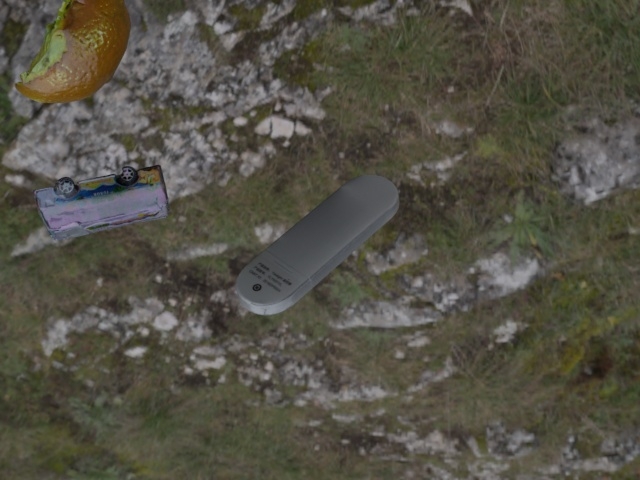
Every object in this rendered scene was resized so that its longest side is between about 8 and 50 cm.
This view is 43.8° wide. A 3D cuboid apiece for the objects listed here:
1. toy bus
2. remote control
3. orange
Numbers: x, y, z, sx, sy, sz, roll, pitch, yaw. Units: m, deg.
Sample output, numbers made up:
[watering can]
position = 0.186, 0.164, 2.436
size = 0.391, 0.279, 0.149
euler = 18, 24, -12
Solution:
[toy bus]
position = -0.538, -0.093, 1.974
size = 0.317, 0.138, 0.112
euler = -14, 160, -10
[remote control]
position = 0.000, 0.000, 0.934
size = 0.077, 0.245, 0.022
euler = 31, 149, 33
[orange]
position = -0.549, -0.447, 1.798
size = 0.263, 0.334, 0.196
euler = -14, 147, 41
